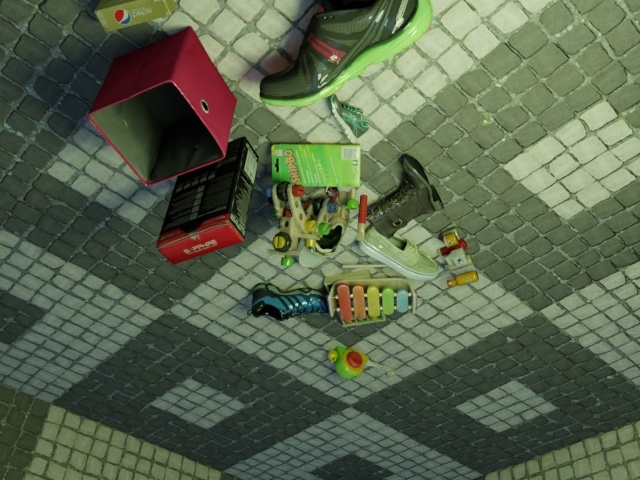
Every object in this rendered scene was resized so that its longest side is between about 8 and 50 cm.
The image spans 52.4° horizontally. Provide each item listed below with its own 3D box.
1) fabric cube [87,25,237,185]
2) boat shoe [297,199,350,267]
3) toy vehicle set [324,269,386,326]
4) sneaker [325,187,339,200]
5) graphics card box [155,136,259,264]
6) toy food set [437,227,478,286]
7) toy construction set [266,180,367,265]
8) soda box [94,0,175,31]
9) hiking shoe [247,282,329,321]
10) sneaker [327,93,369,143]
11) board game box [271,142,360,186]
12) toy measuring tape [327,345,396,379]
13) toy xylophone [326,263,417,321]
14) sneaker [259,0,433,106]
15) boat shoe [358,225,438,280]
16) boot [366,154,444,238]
[{"bbox_3d":[-0.392,-0.344,1.681,0.258,0.258,0.254,-16,132,19],"label":"fabric cube"},{"bbox_3d":[0.000,0.000,2.128,0.113,0.103,0.302,17,134,-14],"label":"boat shoe"},{"bbox_3d":[0.132,0.217,2.395,0.165,0.035,0.267,-11,135,14],"label":"toy vehicle set"},{"bbox_3d":[0.037,-0.151,1.994,0.042,0.067,0.119,1,136,3],"label":"sneaker"},{"bbox_3d":[-0.309,-0.118,1.830,0.232,0.371,0.094,-18,132,19],"label":"graphics card box"},{"bbox_3d":[0.432,0.052,2.153,0.104,0.111,0.232,-20,134,22],"label":"toy food set"},{"bbox_3d":[-0.022,-0.032,1.919,0.308,0.238,0.257,3,170,7],"label":"toy construction set"},{"bbox_3d":[-0.453,-0.568,1.589,0.181,0.061,0.058,-9,135,12],"label":"soda box"},{"bbox_3d":[-0.105,0.246,2.358,0.303,0.132,0.113,5,138,4],"label":"hiking shoe"},{"bbox_3d":[0.079,-0.350,1.803,0.076,0.065,0.166,-31,132,9],"label":"sneaker"},{"bbox_3d":[-0.013,-0.222,1.911,0.259,0.039,0.124,0,107,0],"label":"board game box"},{"bbox_3d":[0.169,0.529,2.664,0.330,0.121,0.121,25,132,-22],"label":"toy measuring tape"},{"bbox_3d":[0.174,0.180,2.270,0.322,0.081,0.236,-8,135,11],"label":"toy xylophone"},{"bbox_3d":[0.037,-0.491,1.596,0.482,0.185,0.202,-28,111,24],"label":"sneaker"},{"bbox_3d":[0.273,0.043,2.159,0.302,0.109,0.094,23,131,-16],"label":"boat shoe"},{"bbox_3d":[0.235,-0.119,1.982,0.228,0.091,0.263,-26,132,16],"label":"boot"}]
